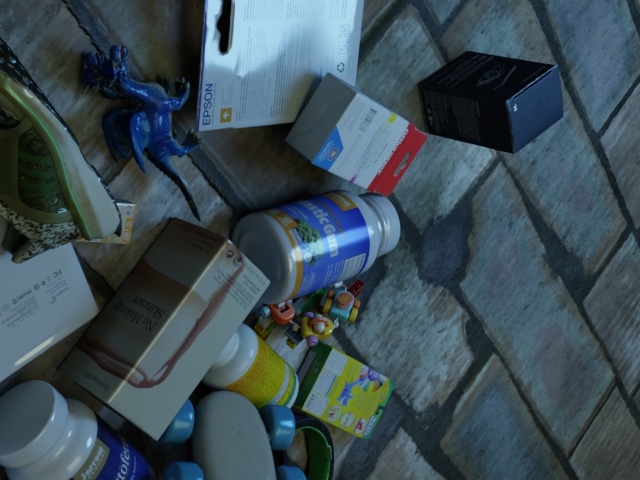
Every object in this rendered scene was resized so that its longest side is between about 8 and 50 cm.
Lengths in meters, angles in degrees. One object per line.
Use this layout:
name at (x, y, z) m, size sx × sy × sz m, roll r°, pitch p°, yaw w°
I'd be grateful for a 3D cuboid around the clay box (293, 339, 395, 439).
clay box at (0.041, 0.280, 2.088) m, size 0.222 × 0.053 × 0.127 m, roll 35°, pitch 80°, yaw -47°

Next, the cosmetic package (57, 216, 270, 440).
cosmetic package at (-0.233, 0.127, 1.691) m, size 0.296 × 0.153 × 0.129 m, roll -56°, pitch 133°, yaw -15°

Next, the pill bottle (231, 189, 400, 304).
pill bottle at (0.000, 0.000, 1.867) m, size 0.272 × 0.152 × 0.152 m, roll -19°, pitch 118°, yaw -39°

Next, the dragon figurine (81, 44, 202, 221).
dragon figurine at (-0.254, -0.150, 1.609) m, size 0.144 × 0.085 × 0.289 m, roll -26°, pitch 122°, yaw -36°

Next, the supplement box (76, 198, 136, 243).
supplement box at (-0.319, -0.030, 1.626) m, size 0.098 × 0.036 × 0.062 m, roll 2°, pitch 103°, yaw -45°

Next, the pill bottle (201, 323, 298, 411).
pill bottle at (-0.133, 0.205, 1.841) m, size 0.117 × 0.118 × 0.208 m, roll -55°, pitch 134°, yaw -14°

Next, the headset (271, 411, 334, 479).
headset at (-0.082, 0.466, 1.942) m, size 0.394 × 0.185 × 0.243 m, roll -36°, pitch 128°, yaw -44°

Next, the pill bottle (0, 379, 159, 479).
pill bottle at (-0.361, 0.324, 1.636) m, size 0.153 × 0.153 × 0.264 m, roll -51°, pitch 134°, yaw -17°

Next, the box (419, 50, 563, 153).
box at (0.308, -0.252, 2.033) m, size 0.153 × 0.207 × 0.108 m, roll -35°, pitch 127°, yaw -30°

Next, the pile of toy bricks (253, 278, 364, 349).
pile of toy bricks at (-0.021, 0.129, 1.947) m, size 0.212 × 0.118 × 0.105 m, roll -44°, pitch 165°, yaw -36°

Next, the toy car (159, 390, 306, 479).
toy car at (-0.179, 0.376, 1.788) m, size 0.219 × 0.210 × 0.238 m, roll 9°, pitch 141°, yaw -31°

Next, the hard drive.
hard drive at (-0.441, 0.024, 1.524) m, size 0.210 × 0.040 × 0.318 m, roll -36°, pitch 128°, yaw -30°

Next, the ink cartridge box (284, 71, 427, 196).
ink cartridge box at (0.063, -0.167, 1.842) m, size 0.231 × 0.078 × 0.134 m, roll 21°, pitch 105°, yaw -53°

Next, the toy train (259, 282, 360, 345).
toy train at (-0.011, 0.104, 1.871) m, size 0.166 × 0.125 × 0.046 m, roll -24°, pitch 154°, yaw -29°

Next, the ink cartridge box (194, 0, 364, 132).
ink cartridge box at (-0.069, -0.341, 1.728) m, size 0.330 × 0.071 × 0.324 m, roll -11°, pitch 115°, yaw -41°

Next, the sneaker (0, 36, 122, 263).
sneaker at (-0.391, -0.098, 1.372) m, size 0.182 × 0.158 × 0.410 m, roll -36°, pitch 140°, yaw -9°
